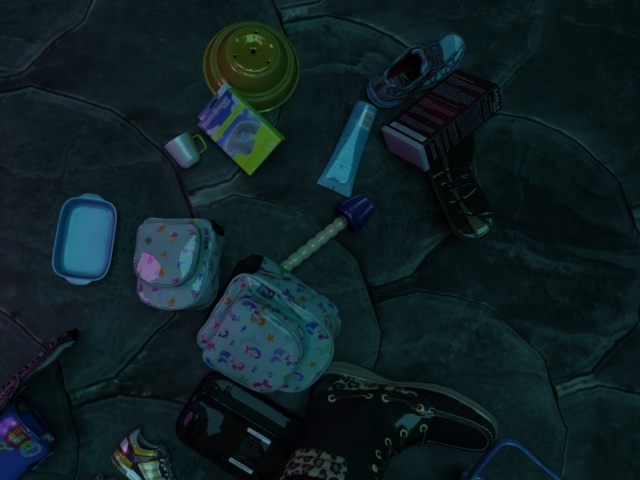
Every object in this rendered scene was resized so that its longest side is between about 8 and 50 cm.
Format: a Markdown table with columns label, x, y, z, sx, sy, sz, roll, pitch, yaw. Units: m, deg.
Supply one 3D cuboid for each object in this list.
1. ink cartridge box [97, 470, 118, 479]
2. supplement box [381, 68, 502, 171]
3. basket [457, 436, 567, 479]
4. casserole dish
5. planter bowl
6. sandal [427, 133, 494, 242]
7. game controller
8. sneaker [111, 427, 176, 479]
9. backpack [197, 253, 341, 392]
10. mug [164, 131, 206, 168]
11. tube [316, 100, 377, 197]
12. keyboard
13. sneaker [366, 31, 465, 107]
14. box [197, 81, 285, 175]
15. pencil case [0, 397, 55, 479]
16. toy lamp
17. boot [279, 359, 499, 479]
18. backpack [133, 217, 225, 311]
| label | x | y | z | sx | sy | sz | roll | pitch | yaw |
| --- | --- | --- | --- | --- | --- | --- | --- | --- | --- |
| ink cartridge box | -0.409 | 0.492 | 1.191 | 0.028 | 0.048 | 0.083 | -15 | 85 | -10 |
| supplement box | 0.269 | -0.270 | 1.351 | 0.239 | 0.073 | 0.130 | -39 | 46 | -11 |
| basket | 0.368 | 0.551 | 1.206 | 0.254 | 0.201 | 0.289 | 39 | 109 | -2 |
| casserole dish | -0.480 | -0.001 | 1.254 | 0.114 | 0.037 | 0.189 | 7 | 81 | -7 |
| planter bowl | -0.148 | -0.394 | 1.328 | 0.217 | 0.090 | 0.217 | 1 | 83 | -8 |
| sandal | 0.302 | -0.129 | 1.358 | 0.120 | 0.086 | 0.303 | -13 | 68 | 12 |
| game controller | -0.133 | 0.407 | 1.247 | 0.319 | 0.067 | 0.166 | 33 | 93 | -3 |
| sneaker | -0.318 | 0.453 | 1.200 | 0.185 | 0.069 | 0.084 | 41 | 84 | -2 |
| backpack | -0.092 | 0.180 | 1.196 | 0.253 | 0.191 | 0.225 | 31 | 117 | -10 |
| mug | -0.281 | -0.192 | 1.298 | 0.078 | 0.062 | 0.064 | -33 | 96 | -5 |
| tube | 0.066 | -0.206 | 1.359 | 0.080 | 0.052 | 0.207 | 22 | 85 | 0 |
| keyboard | -0.580 | 0.283 | 1.117 | 0.317 | 0.201 | 0.033 | -44 | 103 | -11 |
| sneaker | 0.231 | -0.388 | 1.365 | 0.261 | 0.125 | 0.104 | -36 | 89 | -11 |
| box | -0.176 | -0.240 | 1.307 | 0.178 | 0.042 | 0.109 | 44 | 108 | -1 |
| pencil case | -0.634 | 0.439 | 1.131 | 0.306 | 0.119 | 0.133 | -44 | 110 | -12 |
| toy lamp | 0.000 | 0.000 | 1.304 | 0.274 | 0.080 | 0.080 | -41 | 90 | -10 |
| boot | 0.127 | 0.388 | 1.138 | 0.377 | 0.138 | 0.284 | 17 | 37 | 11 |
| backpack | -0.284 | 0.049 | 1.216 | 0.165 | 0.144 | 0.189 | 2 | 88 | 12 |
